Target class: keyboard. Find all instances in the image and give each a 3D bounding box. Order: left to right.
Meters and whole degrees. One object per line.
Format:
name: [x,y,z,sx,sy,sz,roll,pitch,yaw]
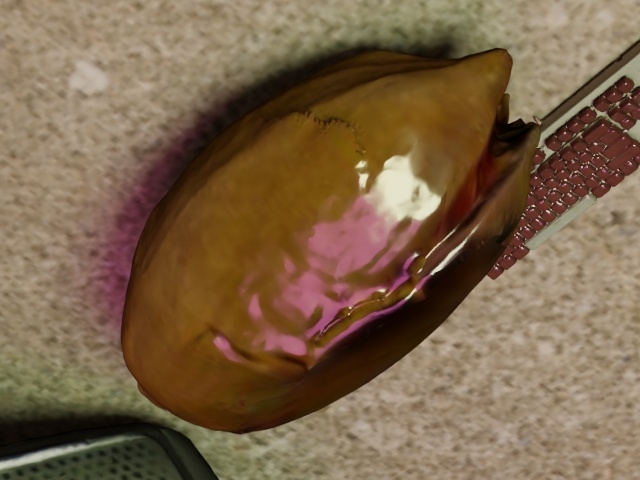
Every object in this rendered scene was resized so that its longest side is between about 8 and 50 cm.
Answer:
keyboard: [0.119,-0.039,0.857,0.055,0.017,0.166,33,125,-25]

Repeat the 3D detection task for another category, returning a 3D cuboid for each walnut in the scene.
walnut: [0.000,0.000,0.823,0.137,0.137,0.245,33,125,-25]

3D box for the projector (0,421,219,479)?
projector: [-0.238,0.316,0.935,0.405,0.242,0.395,-10,142,-38]
